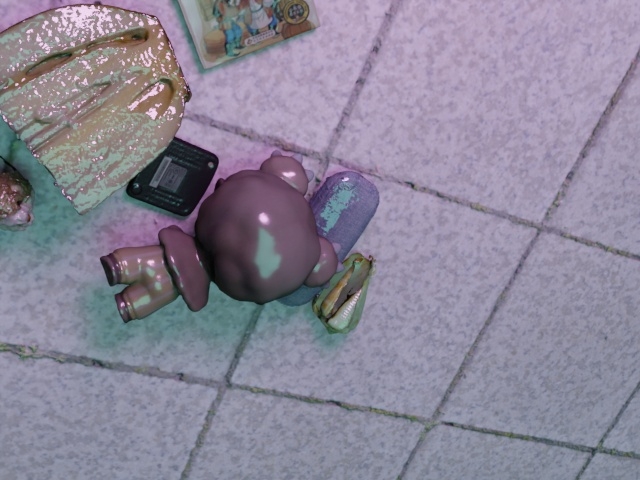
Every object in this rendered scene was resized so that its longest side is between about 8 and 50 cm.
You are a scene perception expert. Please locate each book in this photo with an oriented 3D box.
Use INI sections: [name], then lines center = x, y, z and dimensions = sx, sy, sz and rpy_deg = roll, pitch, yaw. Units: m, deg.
[book]
center = -0.127, -0.411, 1.269
dimensions = 0.202, 0.027, 0.264
rpy_deg = -22, 123, -5

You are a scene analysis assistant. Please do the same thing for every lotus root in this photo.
[lotus root]
center = -0.333, -0.223, 1.238
dimensions = 0.260, 0.149, 0.267
rpy_deg = -39, 107, -10

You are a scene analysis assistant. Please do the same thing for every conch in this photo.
[conch]
center = 0.041, 0.097, 1.592
dimensions = 0.105, 0.079, 0.170
rpy_deg = 19, 95, -33

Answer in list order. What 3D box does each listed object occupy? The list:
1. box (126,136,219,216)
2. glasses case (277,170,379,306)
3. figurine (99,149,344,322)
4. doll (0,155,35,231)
[box]
center = -0.243, -0.107, 1.402
dimensions = 0.125, 0.027, 0.126
rpy_deg = 22, 110, -28
[glasses case]
center = 0.000, 0.000, 1.522
dimensions = 0.109, 0.067, 0.282
rpy_deg = 27, 109, -26
[figurine]
center = -0.163, 0.014, 1.384
dimensions = 0.380, 0.203, 0.248
rpy_deg = -20, 90, -7
[doll]
center = -0.543, -0.037, 1.292
dimensions = 0.221, 0.105, 0.115
rpy_deg = -26, 87, -3
